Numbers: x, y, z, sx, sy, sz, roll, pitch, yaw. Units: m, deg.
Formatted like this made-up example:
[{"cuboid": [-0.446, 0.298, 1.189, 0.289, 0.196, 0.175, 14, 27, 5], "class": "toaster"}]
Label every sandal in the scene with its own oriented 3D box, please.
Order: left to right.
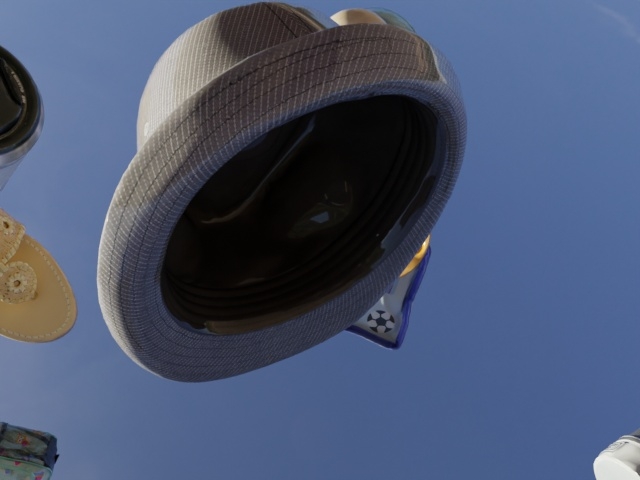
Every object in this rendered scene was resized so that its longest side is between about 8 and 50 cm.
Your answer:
[{"cuboid": [-0.317, -0.006, 0.588, 0.088, 0.079, 0.240, -39, -98, -12], "class": "sandal"}]

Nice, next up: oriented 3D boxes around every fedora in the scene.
[{"cuboid": [-0.035, -0.039, 0.427, 0.244, 0.275, 0.124, -19, -122, -22], "class": "fedora"}]

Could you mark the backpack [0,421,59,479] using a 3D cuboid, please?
[{"cuboid": [-0.496, 0.338, 0.940, 0.188, 0.165, 0.144, 32, -167, -17], "class": "backpack"}]

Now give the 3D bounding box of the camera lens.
[{"cuboid": [-0.556, -0.163, 0.985, 0.220, 0.274, 0.219, 19, -122, -34], "class": "camera lens"}]

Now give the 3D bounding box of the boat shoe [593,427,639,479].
[{"cuboid": [0.346, 0.272, 0.494, 0.105, 0.113, 0.306, -26, -124, -14], "class": "boat shoe"}]

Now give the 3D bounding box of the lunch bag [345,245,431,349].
[{"cuboid": [0.000, 0.000, 1.243, 0.386, 0.238, 0.328, 16, -167, 5], "class": "lunch bag"}]

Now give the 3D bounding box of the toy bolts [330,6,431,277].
[{"cuboid": [0.018, -0.080, 0.562, 0.218, 0.228, 0.158, 38, -166, 11], "class": "toy bolts"}]
